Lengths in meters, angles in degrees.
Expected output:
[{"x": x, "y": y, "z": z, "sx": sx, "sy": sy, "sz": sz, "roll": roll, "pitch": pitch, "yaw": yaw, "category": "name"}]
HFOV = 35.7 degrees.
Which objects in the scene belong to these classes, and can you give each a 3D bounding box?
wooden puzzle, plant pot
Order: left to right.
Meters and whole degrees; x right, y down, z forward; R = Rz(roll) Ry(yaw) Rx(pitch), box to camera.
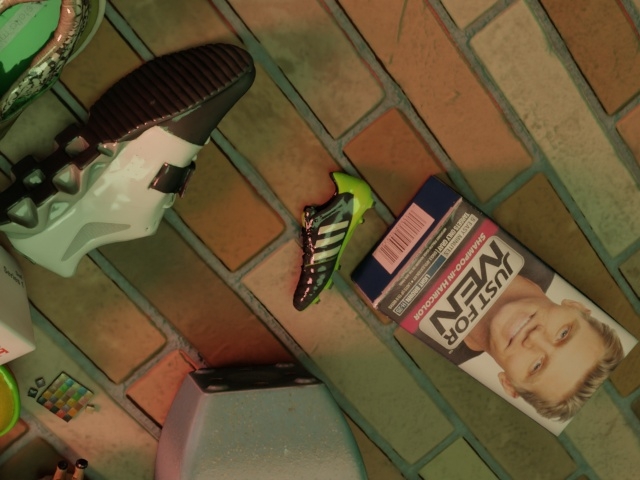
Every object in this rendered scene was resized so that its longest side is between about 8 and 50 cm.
[{"x": -0.313, "y": 0.191, "z": 1.215, "sx": 0.049, "sy": 0.006, "sz": 0.083, "roll": -46, "pitch": 115, "yaw": 4, "category": "wooden puzzle"}, {"x": -0.077, "y": 0.283, "z": 1.200, "sx": 0.248, "sy": 0.247, "sz": 0.252, "roll": -2, "pitch": 93, "yaw": -15, "category": "plant pot"}]

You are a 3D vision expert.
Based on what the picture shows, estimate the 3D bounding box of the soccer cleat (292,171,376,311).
[{"x": 0.000, "y": 0.000, "z": 1.214, "sx": 0.072, "sy": 0.060, "sz": 0.179, "roll": 26, "pitch": 94, "yaw": -13, "category": "soccer cleat"}]

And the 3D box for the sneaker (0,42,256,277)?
[{"x": -0.197, "y": -0.086, "z": 1.102, "sx": 0.330, "sy": 0.122, "sz": 0.146, "roll": -36, "pitch": 133, "yaw": -2, "category": "sneaker"}]

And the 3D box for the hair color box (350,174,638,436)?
[{"x": 0.228, "y": 0.089, "z": 1.282, "sx": 0.347, "sy": 0.105, "sz": 0.174, "roll": 35, "pitch": 97, "yaw": -25, "category": "hair color box"}]

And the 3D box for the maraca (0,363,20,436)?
[{"x": -0.428, "y": 0.174, "z": 1.130, "sx": 0.186, "sy": 0.099, "sz": 0.127, "roll": 1, "pitch": 109, "yaw": 11, "category": "maraca"}]

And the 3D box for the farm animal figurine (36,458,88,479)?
[{"x": -0.412, "y": 0.388, "z": 1.092, "sx": 0.330, "sy": 0.327, "sz": 0.172, "roll": 7, "pitch": 119, "yaw": -17, "category": "farm animal figurine"}]

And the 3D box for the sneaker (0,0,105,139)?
[{"x": -0.368, "y": -0.134, "z": 0.984, "sx": 0.158, "sy": 0.182, "sz": 0.410, "roll": 36, "pitch": 97, "yaw": -24, "category": "sneaker"}]

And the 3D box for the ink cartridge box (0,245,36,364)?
[{"x": -0.463, "y": 0.083, "z": 1.007, "sx": 0.278, "sy": 0.117, "sz": 0.201, "roll": -24, "pitch": 150, "yaw": 2, "category": "ink cartridge box"}]
